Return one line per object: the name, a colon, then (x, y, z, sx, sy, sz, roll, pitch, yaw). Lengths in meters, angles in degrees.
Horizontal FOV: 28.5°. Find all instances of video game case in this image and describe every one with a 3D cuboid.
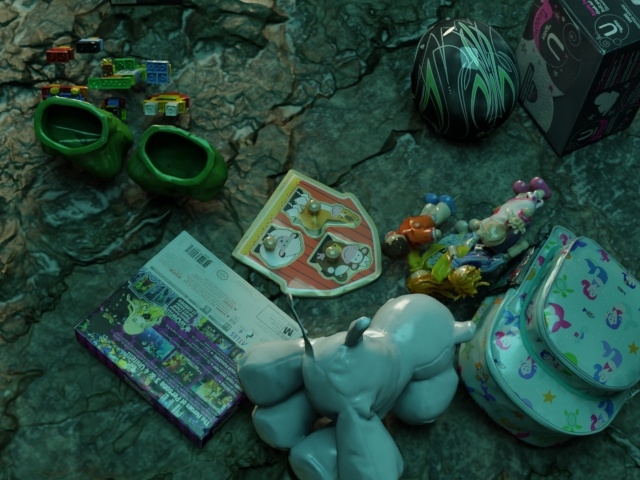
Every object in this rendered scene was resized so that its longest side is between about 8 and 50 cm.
video game case: (-0.170, 0.125, 1.669, 0.232, 0.042, 0.210, 38, 63, 16)

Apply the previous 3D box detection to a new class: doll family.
doll family: (0.201, 0.015, 1.699, 0.163, 0.263, 0.118, -43, 113, -39)

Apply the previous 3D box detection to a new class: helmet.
helmet: (0.215, -0.240, 1.855, 0.169, 0.161, 0.169, 3, 59, -5)

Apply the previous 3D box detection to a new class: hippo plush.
hippo plush: (0.050, 0.152, 1.584, 0.234, 0.294, 0.236, 15, 32, 38)

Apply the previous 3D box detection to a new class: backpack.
backpack: (0.313, 0.133, 1.630, 0.225, 0.191, 0.253, 42, 68, -5)

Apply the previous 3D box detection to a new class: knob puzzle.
knob puzzle: (0.000, 0.000, 1.768, 0.213, 0.030, 0.213, 3, 59, -5)

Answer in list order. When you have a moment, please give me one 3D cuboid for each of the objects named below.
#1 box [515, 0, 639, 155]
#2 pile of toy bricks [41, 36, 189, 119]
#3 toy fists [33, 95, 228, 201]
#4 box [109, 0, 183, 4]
box: (0.389, -0.272, 1.843, 0.142, 0.247, 0.163, -22, 64, -19)
pile of toy bricks: (-0.297, -0.242, 1.851, 0.212, 0.118, 0.105, 3, 20, 7)
toy fists: (-0.263, -0.123, 1.752, 0.279, 0.142, 0.096, 15, 90, 3)
box: (-0.280, -0.444, 2.000, 0.116, 0.029, 0.162, -3, 58, -9)
